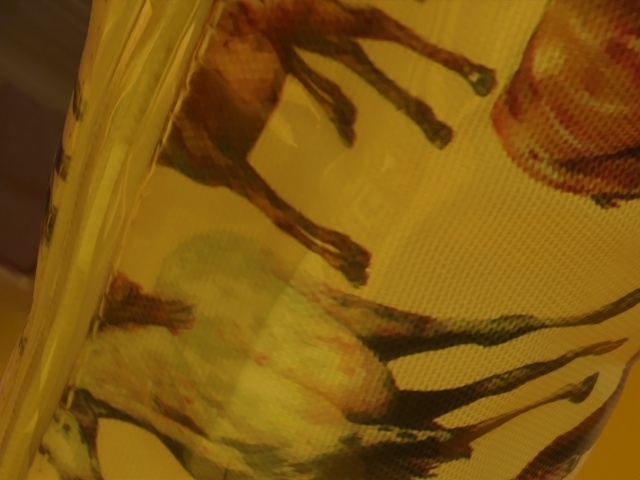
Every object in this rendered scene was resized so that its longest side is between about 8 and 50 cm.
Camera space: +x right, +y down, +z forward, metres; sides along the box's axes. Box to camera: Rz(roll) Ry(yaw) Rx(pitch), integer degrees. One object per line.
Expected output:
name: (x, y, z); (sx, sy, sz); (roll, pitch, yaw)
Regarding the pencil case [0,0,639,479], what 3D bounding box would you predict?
pencil case: (0.000, 0.000, 0.430); (0.183, 0.160, 0.410); (-18, 145, -35)
